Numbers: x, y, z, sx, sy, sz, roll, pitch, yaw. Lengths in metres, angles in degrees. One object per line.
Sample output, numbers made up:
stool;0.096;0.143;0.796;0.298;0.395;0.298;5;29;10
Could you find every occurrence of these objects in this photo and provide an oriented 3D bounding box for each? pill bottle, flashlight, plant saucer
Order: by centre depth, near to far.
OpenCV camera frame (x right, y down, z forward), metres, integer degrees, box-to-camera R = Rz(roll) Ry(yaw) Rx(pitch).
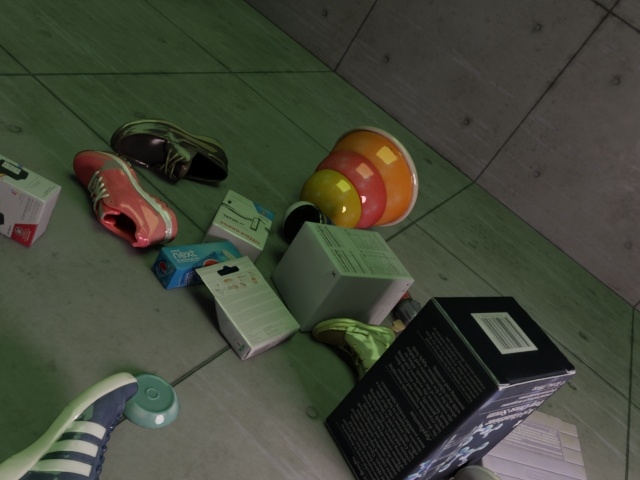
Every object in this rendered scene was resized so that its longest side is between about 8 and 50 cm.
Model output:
plant saucer;-0.306;0.281;1.113;0.119;0.021;0.119;26;29;-16
pill bottle;0.000;0.000;1.717;0.219;0.122;0.123;42;13;-52
flashlight;0.207;0.129;1.826;0.103;0.103;0.304;-12;49;-20

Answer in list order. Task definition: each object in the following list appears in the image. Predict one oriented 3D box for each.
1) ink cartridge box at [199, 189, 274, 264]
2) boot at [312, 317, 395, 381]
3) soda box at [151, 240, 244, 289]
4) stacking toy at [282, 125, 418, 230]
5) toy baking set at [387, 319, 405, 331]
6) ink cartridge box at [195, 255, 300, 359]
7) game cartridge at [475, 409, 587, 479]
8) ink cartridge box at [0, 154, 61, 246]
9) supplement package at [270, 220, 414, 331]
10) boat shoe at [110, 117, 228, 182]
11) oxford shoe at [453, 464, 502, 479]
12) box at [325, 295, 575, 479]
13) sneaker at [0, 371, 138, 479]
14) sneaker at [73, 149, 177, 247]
ink cartridge box;-0.215;-0.028;1.627;0.148;0.086;0.203;29;28;-11
boot;0.086;0.278;1.482;0.213;0.077;0.165;10;46;-13
soda box;-0.282;0.055;1.445;0.210;0.067;0.071;-7;49;-51
stacking toy;0.048;-0.136;1.930;0.350;0.351;0.479;44;46;17
toy baking set;0.198;0.305;1.616;0.196;0.030;0.256;21;36;-35
ink cartridge box;-0.173;0.148;1.413;0.225;0.056;0.181;49;31;17
game cartridge;0.502;0.518;1.507;0.354;0.068;0.230;22;45;-23
ink cartridge box;-0.628;-0.087;1.230;0.175;0.127;0.072;29;31;-9
supplement package;0.055;0.098;1.598;0.262;0.199;0.198;7;38;-41
boat shoe;-0.398;-0.241;1.716;0.355;0.132;0.130;4;40;-42
oxford shoe;0.323;0.616;1.124;0.130;0.169;0.449;19;36;-24
box;0.255;0.319;1.257;0.293;0.396;0.212;4;41;-43
sneaker;-0.355;0.333;0.886;0.148;0.131;0.350;42;34;0
sneaker;-0.476;-0.100;1.429;0.313;0.116;0.136;40;30;10
